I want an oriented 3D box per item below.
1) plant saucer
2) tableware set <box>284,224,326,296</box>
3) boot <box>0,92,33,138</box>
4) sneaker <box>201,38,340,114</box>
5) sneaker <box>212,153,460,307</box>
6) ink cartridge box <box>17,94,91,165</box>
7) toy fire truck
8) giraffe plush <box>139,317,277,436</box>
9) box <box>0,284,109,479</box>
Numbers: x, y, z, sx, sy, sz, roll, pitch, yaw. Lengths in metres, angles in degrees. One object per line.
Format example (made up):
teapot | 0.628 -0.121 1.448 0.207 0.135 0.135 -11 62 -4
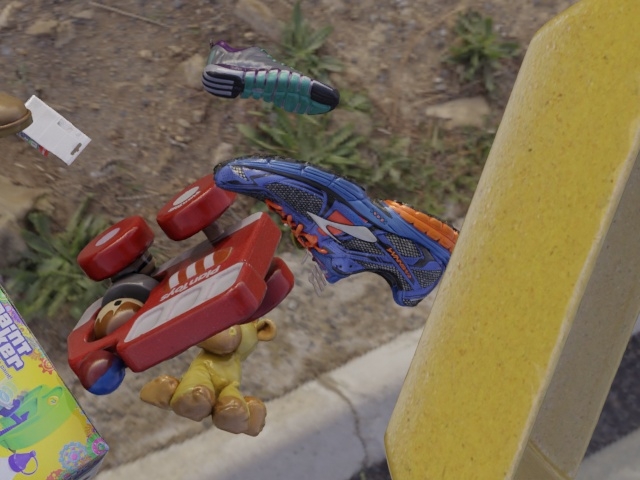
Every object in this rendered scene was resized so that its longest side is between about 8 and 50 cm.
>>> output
plant saucer | 0.145 0.018 0.637 0.333 0.081 0.332 6 104 -68
tableware set | 0.000 0.000 1.580 0.104 0.024 0.154 -59 136 -42
boot | -0.508 -0.264 1.373 0.236 0.089 0.269 0 119 -1
sneaker | -0.074 -0.271 1.693 0.224 0.083 0.098 11 58 -12
sneaker | 0.011 -0.010 0.880 0.221 0.083 0.087 23 89 -7
ink cartridge box | -0.425 -0.168 1.667 0.115 0.029 0.063 38 62 -6
toy fire truck | -0.182 0.071 1.243 0.302 0.254 0.169 -27 108 20
giraffe plush | -0.146 0.179 1.552 0.181 0.210 0.170 18 83 1
box | -0.422 0.206 1.319 0.177 0.279 0.290 -33 82 -23
